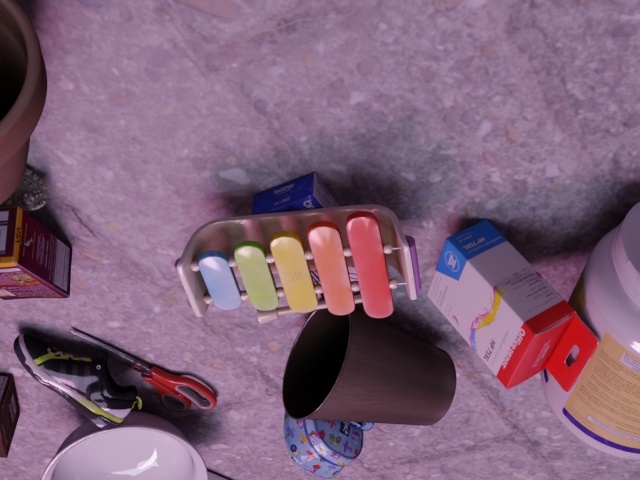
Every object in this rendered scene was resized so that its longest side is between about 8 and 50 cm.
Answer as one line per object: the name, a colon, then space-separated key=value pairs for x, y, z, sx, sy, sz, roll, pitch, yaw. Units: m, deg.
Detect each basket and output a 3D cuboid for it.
basket: x=0.086 y=0.206 z=1.401 sx=0.227 sy=0.154 sz=0.204 roll=16 pitch=115 yaw=-28

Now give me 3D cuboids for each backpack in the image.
backpack: x=0.014 y=0.300 z=1.503 sx=0.117 sy=0.173 sz=0.158 roll=-29 pitch=129 yaw=32

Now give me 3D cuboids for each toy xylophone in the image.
toy xylophone: x=-0.020 y=0.047 z=1.213 sx=0.322 sy=0.081 sz=0.236 roll=-11 pitch=137 yaw=13

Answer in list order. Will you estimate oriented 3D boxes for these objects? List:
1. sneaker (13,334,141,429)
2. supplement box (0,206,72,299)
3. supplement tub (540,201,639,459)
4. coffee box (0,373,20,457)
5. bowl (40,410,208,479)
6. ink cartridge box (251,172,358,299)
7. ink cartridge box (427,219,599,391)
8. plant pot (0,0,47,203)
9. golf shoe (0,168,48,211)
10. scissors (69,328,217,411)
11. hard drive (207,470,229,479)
sneaker: x=-0.404 y=0.219 z=1.517 sx=0.234 sy=0.084 sz=0.097 roll=42 pitch=89 yaw=-13
supplement box: x=-0.426 y=0.022 z=1.237 sx=0.104 sy=0.081 sz=0.188 roll=-2 pitch=163 yaw=6
supplement tub: x=0.453 y=0.120 z=1.213 sx=0.241 sy=0.241 sz=0.331 roll=5 pitch=139 yaw=-2
coffee box: x=-0.682 y=0.304 z=1.616 sx=0.246 sy=0.098 sz=0.141 roll=8 pitch=139 yaw=-5
bowl: x=-0.364 y=0.418 z=1.663 sx=0.298 sy=0.134 sz=0.298 roll=-7 pitch=119 yaw=-12
ink cartridge box: x=0.000 y=0.000 z=1.256 sx=0.097 sy=0.046 sz=0.207 roll=-19 pitch=134 yaw=22
ink cartridge box: x=0.254 y=0.102 z=1.216 sx=0.078 sy=0.231 sz=0.134 roll=-23 pitch=146 yaw=-25
plant pot: x=-0.431 y=-0.136 z=1.008 sx=0.263 sy=0.263 sz=0.229 roll=7 pitch=156 yaw=-4
golf shoe: x=-0.454 y=-0.070 z=1.213 sx=0.176 sy=0.069 sz=0.086 roll=11 pitch=162 yaw=-7
scissors: x=-0.296 y=0.221 z=1.555 sx=0.109 sy=0.021 sz=0.297 roll=-15 pitch=134 yaw=29
hard drive: x=-0.348 y=0.504 z=1.865 sx=0.318 sy=0.040 sz=0.210 roll=32 pitch=131 yaw=-29
